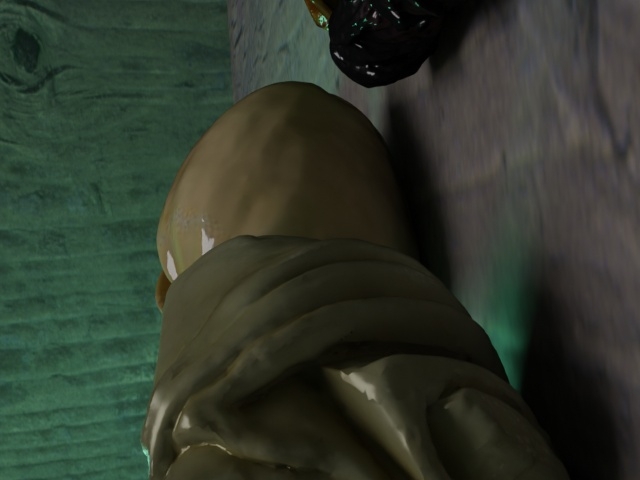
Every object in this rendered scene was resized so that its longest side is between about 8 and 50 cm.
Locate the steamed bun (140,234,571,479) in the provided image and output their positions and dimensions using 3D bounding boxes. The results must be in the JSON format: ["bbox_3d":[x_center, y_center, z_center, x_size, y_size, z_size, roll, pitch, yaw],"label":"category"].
[{"bbox_3d":[0.037,0.138,0.557,0.276,0.203,0.289,59,-164,-47],"label":"steamed bun"}]

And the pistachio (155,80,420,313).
[{"bbox_3d":[-0.024,0.008,0.827,0.309,0.229,0.230,-78,-5,-48],"label":"pistachio"}]

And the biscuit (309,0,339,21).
[{"bbox_3d":[-0.013,-0.271,0.836,0.139,0.016,0.231,44,-150,-24],"label":"biscuit"}]

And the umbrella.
[{"bbox_3d":[0.061,-0.172,0.606,0.326,0.090,0.094,131,155,-78],"label":"umbrella"}]

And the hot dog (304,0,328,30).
[{"bbox_3d":[0.003,-0.281,1.064,0.165,0.045,0.071,-107,18,-54],"label":"hot dog"}]
